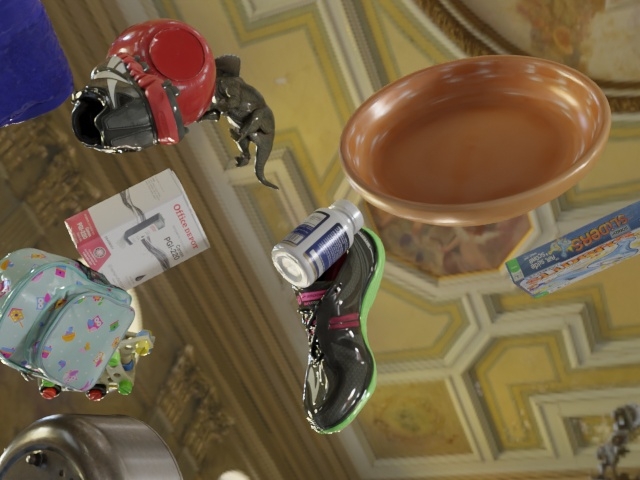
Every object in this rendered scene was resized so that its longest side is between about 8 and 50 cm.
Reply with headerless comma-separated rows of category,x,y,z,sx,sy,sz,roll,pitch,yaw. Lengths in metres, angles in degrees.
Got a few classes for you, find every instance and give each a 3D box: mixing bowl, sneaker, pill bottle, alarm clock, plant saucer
mixing bowl,-0.235,-0.275,1.285,0.181,0.181,0.098,41,-24,-15
sneaker,0.012,0.174,1.759,0.185,0.482,0.202,-20,-36,40
pill bottle,0.000,0.000,1.486,0.094,0.169,0.094,33,-33,24
alarm clock,-0.122,0.158,0.449,0.192,0.129,0.064,-16,-20,29
plant saucer,0.114,-0.074,0.620,0.200,0.200,0.037,-2,-48,18
sneaker,-0.287,-0.190,1.131,0.135,0.276,0.097,-22,-58,-20

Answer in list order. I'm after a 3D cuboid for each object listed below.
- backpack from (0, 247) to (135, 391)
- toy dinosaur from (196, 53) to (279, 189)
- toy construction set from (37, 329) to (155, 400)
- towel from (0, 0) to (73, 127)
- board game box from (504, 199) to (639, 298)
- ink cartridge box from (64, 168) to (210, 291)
backpack,-0.355,0.103,1.086,0.144,0.165,0.188,25,-8,43
toy dinosaur,-0.147,-0.244,1.587,0.313,0.160,0.121,48,-44,-13
toy construction set,-0.543,0.255,1.854,0.328,0.151,0.215,15,-50,0
towel,-0.324,-0.168,0.617,0.076,0.228,0.308,44,-22,19
board game box,0.371,0.016,1.145,0.201,0.035,0.136,-27,-24,20
ink cartridge box,-0.337,-0.012,1.536,0.218,0.092,0.158,-30,-43,-10
